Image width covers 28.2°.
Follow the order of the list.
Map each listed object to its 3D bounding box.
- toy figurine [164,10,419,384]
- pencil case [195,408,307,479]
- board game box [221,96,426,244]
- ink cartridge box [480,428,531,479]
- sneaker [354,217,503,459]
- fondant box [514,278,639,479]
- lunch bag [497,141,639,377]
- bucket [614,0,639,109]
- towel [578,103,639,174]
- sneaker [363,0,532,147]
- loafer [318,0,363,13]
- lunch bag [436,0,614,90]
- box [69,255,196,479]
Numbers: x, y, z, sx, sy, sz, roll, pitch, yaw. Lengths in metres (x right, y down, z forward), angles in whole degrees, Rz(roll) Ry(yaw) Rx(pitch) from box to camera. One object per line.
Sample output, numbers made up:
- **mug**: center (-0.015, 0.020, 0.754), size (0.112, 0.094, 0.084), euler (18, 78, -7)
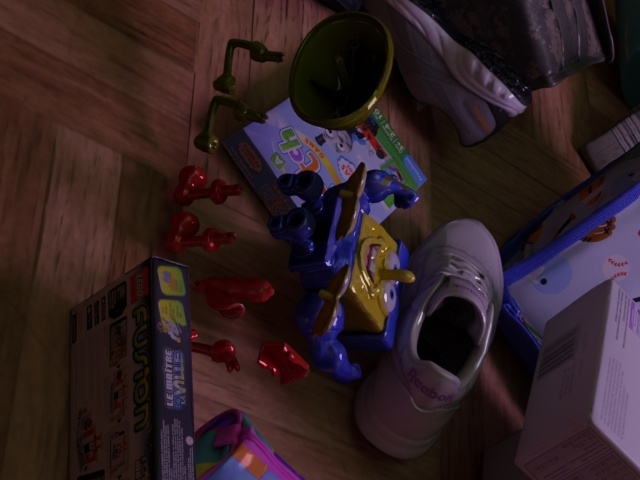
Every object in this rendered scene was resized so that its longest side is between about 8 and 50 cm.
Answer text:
- **toy figurine**: center (0.000, 0.000, 1.156), size (0.217, 0.191, 0.362), euler (50, 41, -47)
- **pencil case**: center (-0.020, 0.241, 1.015), size (0.236, 0.104, 0.104), euler (45, 41, -16)
- **board game box**: center (0.010, -0.079, 1.294), size (0.160, 0.039, 0.211), euler (55, 40, -6)
- **ink cartridge box**: center (0.283, 0.328, 1.247), size (0.273, 0.114, 0.197), euler (43, 31, -21)
- **sneaker**: center (0.135, 0.071, 1.234), size (0.114, 0.152, 0.305), euler (28, 44, -4)
- **fondant box**: center (0.343, 0.227, 1.214), size (0.330, 0.096, 0.238), euler (43, 32, -9)
- **lunch bag**: center (0.398, 0.067, 1.447), size (0.385, 0.239, 0.328), euler (-38, 95, -19)
- **bucket**: center (0.560, -0.295, 1.846), size (0.281, 0.281, 0.183), euler (33, 50, -29)
- **towel**: center (0.556, -0.084, 1.715), size (0.324, 0.312, 0.056), euler (57, 4, -4)
- **sneaker**: center (0.110, -0.217, 1.443), size (0.271, 0.108, 0.100), euler (46, 25, 11)
- **loafer**: center (-0.042, -0.290, 1.354), size (0.223, 0.076, 0.078), euler (27, 85, -42)
- **lunch bag**: center (0.255, -0.309, 1.574), size (0.287, 0.169, 0.235), euler (-28, 104, -52)
- **box**: center (-0.142, 0.127, 0.944), size (0.036, 0.114, 0.207), euler (20, 54, -39)
